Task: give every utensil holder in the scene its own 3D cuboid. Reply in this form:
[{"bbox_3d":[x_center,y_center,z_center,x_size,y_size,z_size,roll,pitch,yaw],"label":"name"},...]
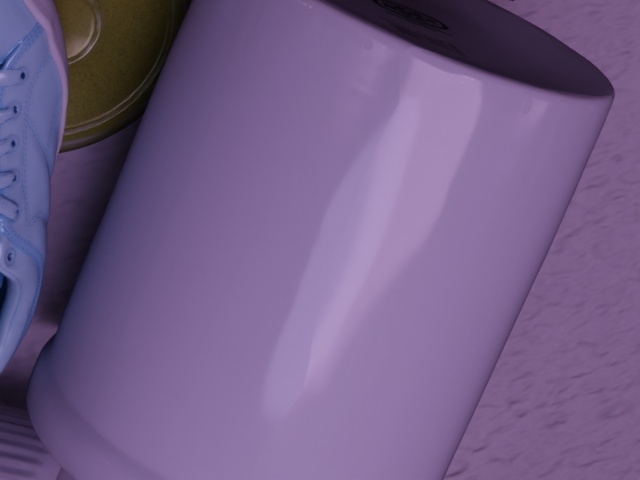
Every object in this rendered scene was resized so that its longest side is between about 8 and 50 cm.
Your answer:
[{"bbox_3d":[0.000,0.000,1.299,0.327,0.327,0.385,12,110,-31],"label":"utensil holder"}]

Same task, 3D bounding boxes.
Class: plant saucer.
[{"bbox_3d":[-0.194,-0.162,1.280,0.241,0.037,0.241,-12,124,-19],"label":"plant saucer"}]

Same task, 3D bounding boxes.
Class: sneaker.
[{"bbox_3d":[-0.239,-0.039,1.219,0.135,0.150,0.366,-3,132,-7],"label":"sneaker"}]

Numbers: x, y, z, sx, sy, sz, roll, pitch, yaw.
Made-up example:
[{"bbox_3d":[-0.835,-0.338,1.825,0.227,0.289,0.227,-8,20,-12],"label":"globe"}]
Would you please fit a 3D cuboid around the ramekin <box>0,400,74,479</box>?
[{"bbox_3d":[-0.239,0.230,1.380,0.109,0.207,0.207,5,124,14],"label":"ramekin"}]
